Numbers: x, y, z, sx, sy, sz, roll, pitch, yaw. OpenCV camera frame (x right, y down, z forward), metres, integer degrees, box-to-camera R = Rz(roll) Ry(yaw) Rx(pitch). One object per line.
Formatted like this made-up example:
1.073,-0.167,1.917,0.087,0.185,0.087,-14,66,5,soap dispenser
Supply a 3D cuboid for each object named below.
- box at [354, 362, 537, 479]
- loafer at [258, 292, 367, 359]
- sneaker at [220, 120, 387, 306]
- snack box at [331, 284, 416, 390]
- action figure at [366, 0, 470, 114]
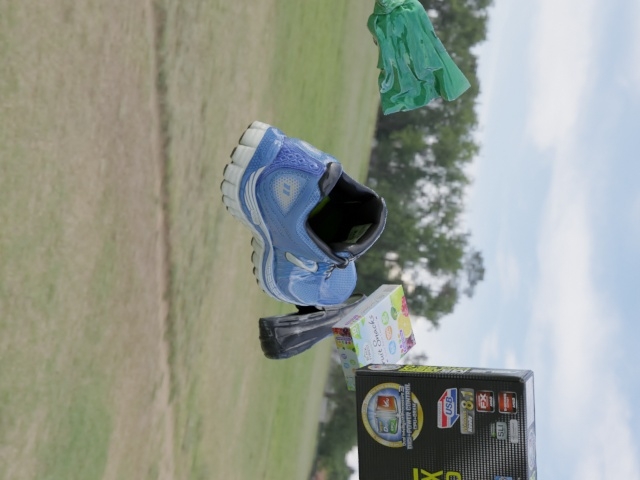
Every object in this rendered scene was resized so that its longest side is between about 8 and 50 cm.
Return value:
0.156,0.292,1.067,0.060,0.216,0.270,-6,95,-66,box
-0.007,0.120,1.375,0.076,0.223,0.078,-8,-80,49,loafer
0.000,0.000,0.992,0.129,0.147,0.330,-62,157,-19,sneaker
0.079,0.136,1.226,0.141,0.037,0.100,-34,114,-47,snack box
0.121,-0.277,1.220,0.232,0.137,0.063,54,18,-55,action figure
